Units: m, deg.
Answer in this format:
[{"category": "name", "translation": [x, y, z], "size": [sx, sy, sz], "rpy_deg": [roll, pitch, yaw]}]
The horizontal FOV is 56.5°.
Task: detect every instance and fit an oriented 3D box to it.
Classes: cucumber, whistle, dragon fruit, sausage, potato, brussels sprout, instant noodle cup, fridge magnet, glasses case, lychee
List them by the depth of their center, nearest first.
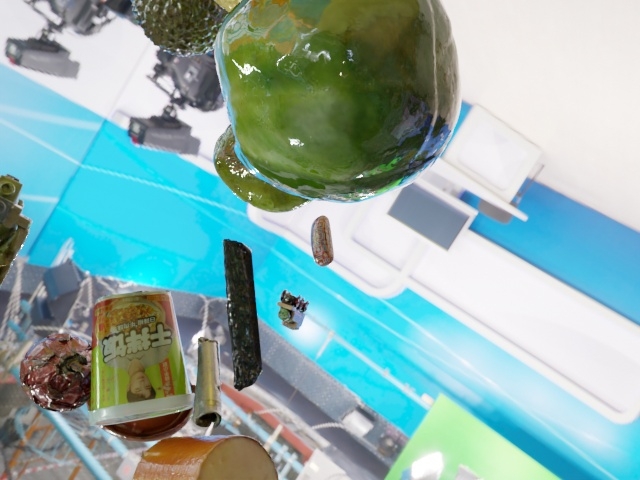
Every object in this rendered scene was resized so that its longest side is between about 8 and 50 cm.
[{"category": "brussels sprout", "translation": [0.016, -0.183, 0.748], "size": [0.354, 0.289, 0.282], "rpy_deg": [-7, 111, 58]}, {"category": "cucumber", "translation": [-0.114, 0.106, 0.879], "size": [0.046, 0.220, 0.070], "rpy_deg": [-4, -179, -7]}, {"category": "potato", "translation": [-0.115, -0.162, 1.275], "size": [0.253, 0.186, 0.148], "rpy_deg": [17, 160, 10]}, {"category": "lychee", "translation": [-0.303, -0.555, 1.355], "size": [0.269, 0.270, 0.320], "rpy_deg": [33, 170, 15]}, {"category": "sausage", "translation": [-0.265, 0.566, 1.362], "size": [0.233, 0.233, 0.287], "rpy_deg": [30, 148, -34]}, {"category": "whistle", "translation": [-0.283, 0.344, 1.503], "size": [0.068, 0.057, 0.326], "rpy_deg": [33, -165, -23]}, {"category": "instant noodle cup", "translation": [-0.481, 0.305, 1.563], "size": [0.294, 0.293, 0.308], "rpy_deg": [26, -130, -65]}, {"category": "dragon fruit", "translation": [-0.790, 0.404, 1.838], "size": [0.298, 0.245, 0.244], "rpy_deg": [-20, 142, 41]}, {"category": "glasses case", "translation": [0.000, 0.000, 1.955], "size": [0.049, 0.073, 0.195], "rpy_deg": [33, -144, -38]}, {"category": "fridge magnet", "translation": [-0.601, 0.523, 2.021], "size": [0.363, 0.155, 0.364], "rpy_deg": [14, -151, -8]}]

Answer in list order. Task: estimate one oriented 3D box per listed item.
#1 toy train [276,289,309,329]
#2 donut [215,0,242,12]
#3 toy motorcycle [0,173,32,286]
[{"category": "toy train", "translation": [-0.073, 0.175, 1.488], "size": [0.050, 0.087, 0.138], "rpy_deg": [16, 168, 18]}, {"category": "donut", "translation": [-0.120, -0.490, 1.038], "size": [0.277, 0.108, 0.278], "rpy_deg": [23, -132, -28]}, {"category": "toy motorcycle", "translation": [-0.756, 0.040, 1.280], "size": [0.168, 0.410, 0.237], "rpy_deg": [27, 168, -27]}]
